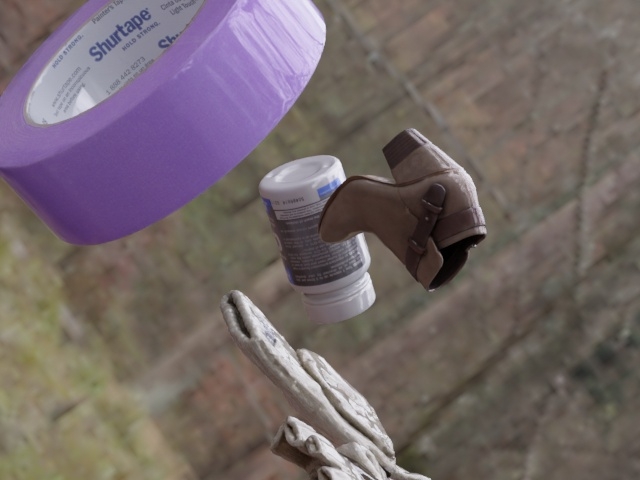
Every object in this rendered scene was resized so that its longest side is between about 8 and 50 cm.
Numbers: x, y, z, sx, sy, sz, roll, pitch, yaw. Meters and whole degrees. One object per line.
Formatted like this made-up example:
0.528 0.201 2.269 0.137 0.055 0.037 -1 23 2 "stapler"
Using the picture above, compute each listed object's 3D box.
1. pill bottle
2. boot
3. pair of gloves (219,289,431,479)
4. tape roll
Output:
0.000 0.000 1.660 0.078 0.078 0.137 -139 -151 -67 "pill bottle"
0.049 -0.006 1.112 0.118 0.042 0.087 -51 -122 41 "boot"
0.022 0.152 1.230 0.204 0.042 0.240 42 9 -37 "pair of gloves"
-0.131 -0.124 1.448 0.090 0.275 0.275 49 -3 -27 "tape roll"
